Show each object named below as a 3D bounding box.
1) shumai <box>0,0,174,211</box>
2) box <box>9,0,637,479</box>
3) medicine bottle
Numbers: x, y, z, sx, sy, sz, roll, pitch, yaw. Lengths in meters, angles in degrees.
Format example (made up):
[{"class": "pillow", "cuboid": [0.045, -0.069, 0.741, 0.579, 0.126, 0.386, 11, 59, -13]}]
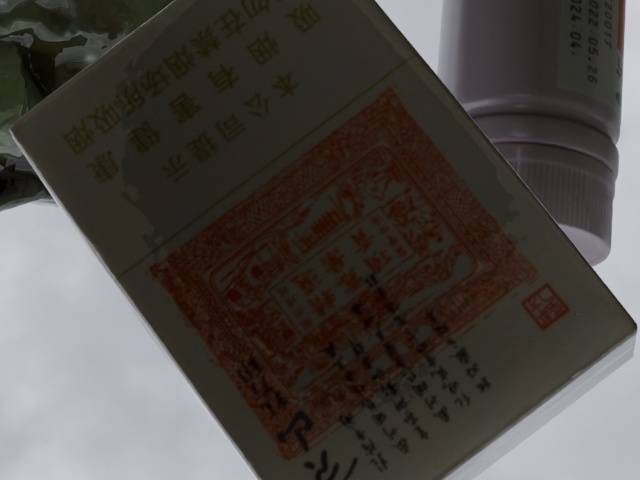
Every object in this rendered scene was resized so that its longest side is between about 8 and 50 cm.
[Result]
[{"class": "shumai", "cuboid": [-0.225, -0.154, 1.049, 0.348, 0.395, 0.395, -2, -131, 1]}, {"class": "box", "cuboid": [0.000, 0.000, 0.655, 0.141, 0.058, 0.201, -36, -105, -1]}, {"class": "medicine bottle", "cuboid": [0.145, -0.112, 1.264, 0.133, 0.133, 0.250, 9, -109, -10]}]
